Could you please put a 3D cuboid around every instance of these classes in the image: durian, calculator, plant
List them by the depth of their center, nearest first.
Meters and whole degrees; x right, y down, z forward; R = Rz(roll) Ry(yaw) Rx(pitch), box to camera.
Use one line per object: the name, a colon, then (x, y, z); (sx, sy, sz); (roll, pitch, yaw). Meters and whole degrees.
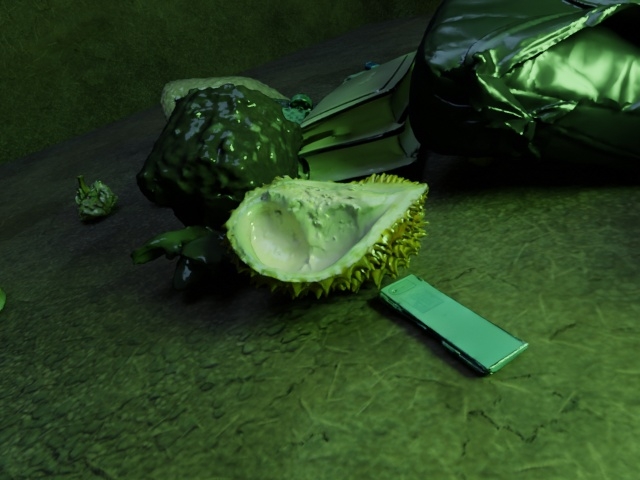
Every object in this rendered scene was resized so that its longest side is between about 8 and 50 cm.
calculator: (0.127, 0.081, 0.499); (0.057, 0.018, 0.172); (-28, 30, -19)
durian: (0.004, 0.000, 0.588); (0.249, 0.138, 0.183); (6, 66, 18)
plant: (-0.153, -0.064, 0.740); (0.215, 0.213, 0.313); (-5, 67, 26)
plant: (-0.544, -0.106, 1.118); (0.116, 0.122, 0.104); (13, 50, 32)

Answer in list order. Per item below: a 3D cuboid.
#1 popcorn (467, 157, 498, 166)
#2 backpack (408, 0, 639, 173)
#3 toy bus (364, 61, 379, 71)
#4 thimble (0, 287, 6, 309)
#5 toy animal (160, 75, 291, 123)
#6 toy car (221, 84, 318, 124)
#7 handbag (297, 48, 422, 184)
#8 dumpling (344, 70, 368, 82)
popcorn: (0.286, -0.161, 0.817); (0.082, 0.057, 0.083); (-28, 32, -19)
backpack: (0.361, -0.246, 0.687); (0.445, 0.255, 0.364); (15, 56, 11)
toy bus: (0.186, -0.609, 1.709); (0.038, 0.046, 0.083); (-19, 29, -5)
thimble: (-0.680, 0.097, 0.777); (0.270, 0.150, 0.271); (-13, 28, 7)
toy animal: (-0.243, -0.328, 1.277); (0.358, 0.188, 0.227); (-4, 58, -2)
toy car: (-0.139, -0.264, 1.126); (0.305, 0.125, 0.136); (5, 57, 1)
handbag: (0.091, -0.243, 0.974); (0.236, 0.160, 0.359); (-10, 27, 25)
dumpling: (0.152, -0.379, 1.266); (0.219, 0.152, 0.108); (43, 105, 39)
